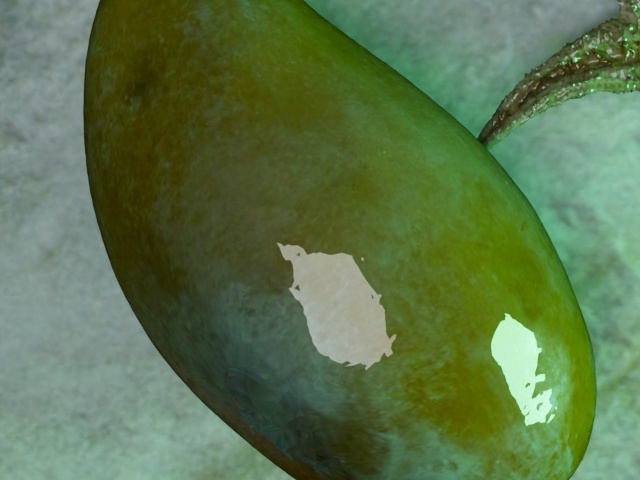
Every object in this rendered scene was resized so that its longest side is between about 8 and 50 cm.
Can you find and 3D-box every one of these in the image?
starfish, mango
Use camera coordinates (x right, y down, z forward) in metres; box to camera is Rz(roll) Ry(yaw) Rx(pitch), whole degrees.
[{"bbox_3d":[0.192,-0.106,0.978,0.238,0.057,0.213,-15,100,16],"label":"starfish"},{"bbox_3d":[0.000,0.000,0.978,0.221,0.199,0.384,-26,97,53],"label":"mango"}]
